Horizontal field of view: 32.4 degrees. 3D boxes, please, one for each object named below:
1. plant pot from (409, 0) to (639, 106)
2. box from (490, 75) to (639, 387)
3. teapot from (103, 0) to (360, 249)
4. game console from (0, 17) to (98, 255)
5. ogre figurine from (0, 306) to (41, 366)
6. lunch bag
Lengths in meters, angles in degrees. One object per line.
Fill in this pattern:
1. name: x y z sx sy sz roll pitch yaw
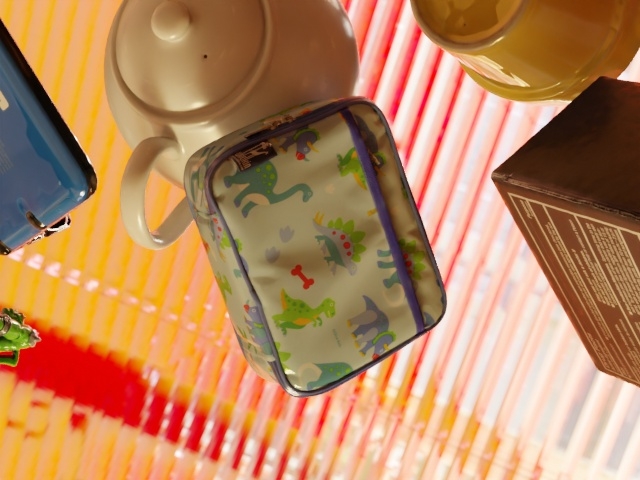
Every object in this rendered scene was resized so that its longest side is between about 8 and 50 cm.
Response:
1. plant pot: 0.237 -0.295 1.322 0.239 0.254 0.254 -3 -65 -54
2. box: 0.366 0.018 1.061 0.182 0.294 0.296 -41 -61 -14
3. teapot: -0.096 -0.157 0.968 0.252 0.256 0.187 -31 -16 12
4. game console: -0.321 -0.152 1.124 0.250 0.293 0.173 -27 6 40
5. ogre figurine: -0.551 0.154 1.834 0.197 0.118 0.097 -31 48 34
6. lunch bag: 0.000 0.000 0.893 0.176 0.090 0.219 -24 -75 -21
